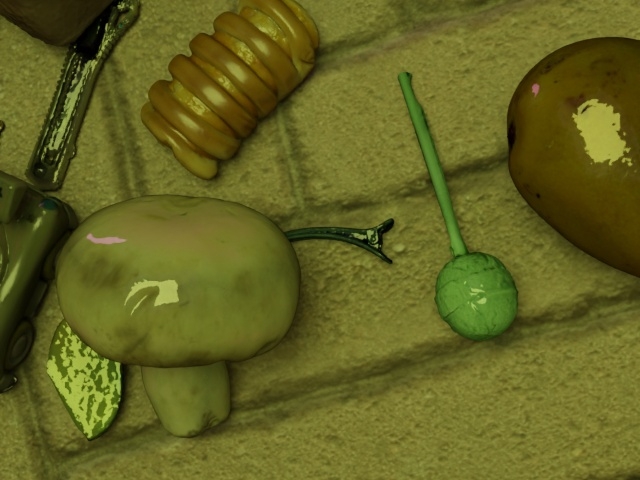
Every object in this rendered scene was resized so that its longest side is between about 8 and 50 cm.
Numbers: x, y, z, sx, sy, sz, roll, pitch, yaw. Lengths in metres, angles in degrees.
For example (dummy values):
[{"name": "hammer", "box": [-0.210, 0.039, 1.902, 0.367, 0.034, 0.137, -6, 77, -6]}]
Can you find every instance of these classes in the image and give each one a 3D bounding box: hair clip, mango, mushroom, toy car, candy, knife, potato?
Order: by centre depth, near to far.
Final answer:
[{"name": "mango", "box": [0.466, -0.101, 1.683, 0.446, 0.232, 0.300, 30, 83, 5]}, {"name": "mushroom", "box": [-0.204, 0.073, 1.771, 0.353, 0.353, 0.325, -25, 56, 7]}, {"name": "candy", "box": [0.183, -0.060, 1.804, 0.119, 0.119, 0.439, -20, 71, 8]}, {"name": "hair clip", "box": [0.000, 0.000, 1.859, 0.230, 0.039, 0.070, 1, 81, 16]}, {"name": "toy car", "box": [-0.550, 0.048, 1.859, 0.242, 0.226, 0.336, 24, 85, 14]}, {"name": "potato", "box": [-0.359, 0.209, 1.885, 0.119, 0.054, 0.197, -19, 83, 4]}, {"name": "knife", "box": [-0.394, -0.253, 1.971, 0.089, 0.043, 0.365, 20, 86, 15]}]

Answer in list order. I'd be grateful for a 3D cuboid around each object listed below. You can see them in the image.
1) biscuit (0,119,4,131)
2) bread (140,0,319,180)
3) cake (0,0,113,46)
[{"name": "biscuit", "box": [-0.570, -0.181, 2.009, 0.092, 0.016, 0.082, 40, 91, 13]}, {"name": "bread", "box": [-0.140, -0.258, 1.881, 0.173, 0.121, 0.311, 41, 90, 15]}, {"name": "cake", "box": [-0.432, -0.495, 1.902, 0.237, 0.230, 0.309, 37, 83, 25]}]
